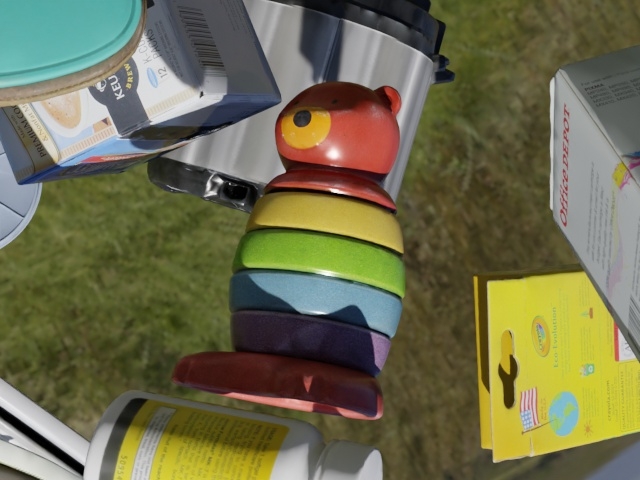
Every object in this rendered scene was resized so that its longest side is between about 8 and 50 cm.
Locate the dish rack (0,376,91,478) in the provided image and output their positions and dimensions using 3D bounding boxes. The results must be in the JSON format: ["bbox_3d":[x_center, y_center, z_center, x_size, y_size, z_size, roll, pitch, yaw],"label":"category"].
[{"bbox_3d":[-0.284,0.273,1.005,0.072,0.333,0.285,-13,-139,55],"label":"dish rack"}]

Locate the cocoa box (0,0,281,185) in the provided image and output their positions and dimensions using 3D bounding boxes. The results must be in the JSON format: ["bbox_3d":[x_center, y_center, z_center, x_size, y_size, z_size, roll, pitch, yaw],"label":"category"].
[{"bbox_3d":[-0.234,-0.259,1.301,0.228,0.347,0.231,-22,179,19],"label":"cocoa box"}]

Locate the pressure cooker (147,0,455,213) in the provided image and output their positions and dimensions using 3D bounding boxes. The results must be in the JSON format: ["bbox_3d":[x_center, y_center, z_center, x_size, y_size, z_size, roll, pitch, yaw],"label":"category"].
[{"bbox_3d":[-0.022,-0.228,1.770,0.370,0.375,0.420,13,93,-66],"label":"pressure cooker"}]

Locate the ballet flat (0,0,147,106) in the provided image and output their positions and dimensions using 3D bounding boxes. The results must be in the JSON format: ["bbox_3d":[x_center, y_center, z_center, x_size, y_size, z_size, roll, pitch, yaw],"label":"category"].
[{"bbox_3d":[-0.255,-0.099,0.562,0.342,0.116,0.124,-9,174,-29],"label":"ballet flat"}]

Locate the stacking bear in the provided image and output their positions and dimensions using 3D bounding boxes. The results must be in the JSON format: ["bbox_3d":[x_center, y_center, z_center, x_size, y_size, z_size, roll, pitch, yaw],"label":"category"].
[{"bbox_3d":[0.000,0.000,1.085,0.175,0.289,0.164,2,167,36],"label":"stacking bear"}]

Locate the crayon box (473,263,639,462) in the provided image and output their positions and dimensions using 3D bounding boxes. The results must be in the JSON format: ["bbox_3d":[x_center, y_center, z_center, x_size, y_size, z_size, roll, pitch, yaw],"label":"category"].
[{"bbox_3d":[0.281,0.129,1.431,0.318,0.202,0.081,-3,-179,-39],"label":"crayon box"}]

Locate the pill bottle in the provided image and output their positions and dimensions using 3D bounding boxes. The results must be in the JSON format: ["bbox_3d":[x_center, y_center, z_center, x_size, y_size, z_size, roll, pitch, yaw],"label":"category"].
[{"bbox_3d":[-0.065,0.189,0.957,0.208,0.119,0.119,8,176,16],"label":"pill bottle"}]

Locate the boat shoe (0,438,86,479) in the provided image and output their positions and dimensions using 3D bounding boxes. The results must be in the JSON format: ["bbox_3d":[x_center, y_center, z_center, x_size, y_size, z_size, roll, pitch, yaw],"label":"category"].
[{"bbox_3d":[-0.165,0.170,0.671,0.109,0.091,0.305,-13,145,42],"label":"boat shoe"}]

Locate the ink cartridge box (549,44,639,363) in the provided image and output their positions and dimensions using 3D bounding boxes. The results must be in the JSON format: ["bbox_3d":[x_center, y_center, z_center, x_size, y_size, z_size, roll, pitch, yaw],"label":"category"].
[{"bbox_3d":[0.194,-0.008,0.688,0.072,0.175,0.127,-17,137,-5],"label":"ink cartridge box"}]

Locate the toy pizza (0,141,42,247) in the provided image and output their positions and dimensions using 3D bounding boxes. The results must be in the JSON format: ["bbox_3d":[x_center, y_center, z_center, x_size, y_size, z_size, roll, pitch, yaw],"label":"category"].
[{"bbox_3d":[-0.438,-0.073,1.501,0.201,0.201,0.032,-25,175,-16],"label":"toy pizza"}]
